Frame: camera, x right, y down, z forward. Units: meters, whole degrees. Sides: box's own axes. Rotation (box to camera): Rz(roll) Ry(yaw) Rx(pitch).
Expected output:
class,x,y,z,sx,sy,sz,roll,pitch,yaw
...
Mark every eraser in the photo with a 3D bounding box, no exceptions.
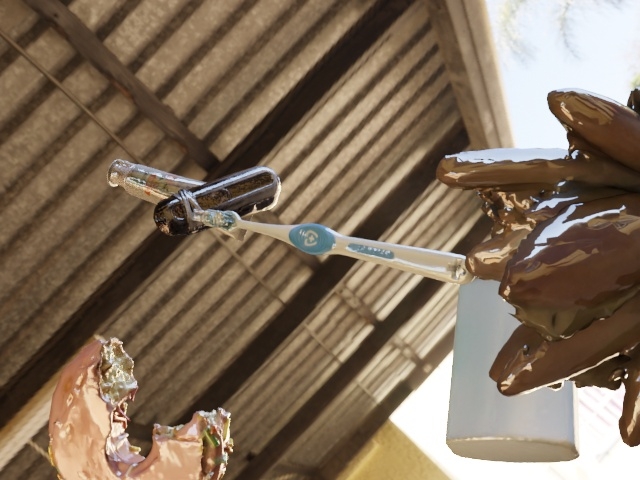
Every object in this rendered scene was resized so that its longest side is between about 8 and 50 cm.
class,x,y,z,sx,sy,sz,roll,pitch,yaw
eraser,0.297,0.185,1.099,0.104,0.189,0.290,58,-144,-46

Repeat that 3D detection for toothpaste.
class,x,y,z,sx,sy,sz,roll,pitch,yaw
toothpaste,-0.282,-0.092,1.448,0.066,0.323,0.100,35,-106,-73

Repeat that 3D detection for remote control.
class,x,y,z,sx,sy,sz,roll,pitch,yaw
remote control,-0.179,-0.077,1.304,0.265,0.090,0.066,-22,-22,-39

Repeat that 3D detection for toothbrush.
class,x,y,z,sx,sy,sz,roll,pitch,yaw
toothbrush,0.002,0.001,0.843,0.040,0.386,0.040,-28,-57,-52

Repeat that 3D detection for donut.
class,x,y,z,sx,sy,sz,roll,pitch,yaw
donut,-0.212,0.235,0.834,0.199,0.232,0.085,-63,-17,13

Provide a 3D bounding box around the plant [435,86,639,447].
class,x,y,z,sx,sy,sz,roll,pitch,yaw
plant,0.234,-0.011,0.433,0.320,0.194,0.181,-19,-5,-1
